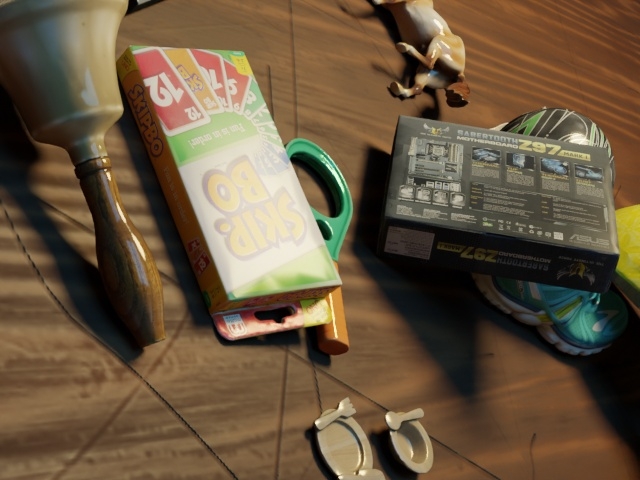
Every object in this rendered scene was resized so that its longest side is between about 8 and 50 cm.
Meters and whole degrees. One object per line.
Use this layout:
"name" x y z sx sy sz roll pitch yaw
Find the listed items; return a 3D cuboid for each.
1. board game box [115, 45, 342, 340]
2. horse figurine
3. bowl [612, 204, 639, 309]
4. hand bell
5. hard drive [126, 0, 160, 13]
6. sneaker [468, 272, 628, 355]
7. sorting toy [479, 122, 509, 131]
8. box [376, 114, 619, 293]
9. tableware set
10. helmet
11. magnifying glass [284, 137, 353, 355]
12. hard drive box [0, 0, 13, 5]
"board game box" -0.073 -0.045 0.894 0.124 0.039 0.260 -6 68 -43
"horse figurine" 0.120 -0.262 1.347 0.174 0.066 0.263 -10 67 -50
"bowl" 0.476 0.043 1.356 0.289 0.156 0.289 44 7 -6
"hand bell" -0.155 -0.043 0.756 0.126 0.126 0.242 -19 89 -58
"hard drive" -0.169 -0.264 0.993 0.094 0.022 0.135 52 32 -6
"sneaker" 0.280 0.053 1.229 0.275 0.110 0.107 25 43 -41
"sorting toy" 0.227 -0.113 1.379 0.075 0.045 0.083 15 50 -37
"box" 0.182 -0.042 1.107 0.232 0.059 0.183 9 41 2
"tableware set" 0.062 0.204 0.876 0.141 0.020 0.169 7 55 -51
"helmet" 0.266 -0.074 1.273 0.169 0.161 0.169 38 33 -30
"magnifying glass" 0.000 0.000 0.977 0.092 0.026 0.231 29 41 -37
"hard drive box" -0.206 -0.240 0.770 0.089 0.181 0.232 52 32 -8
